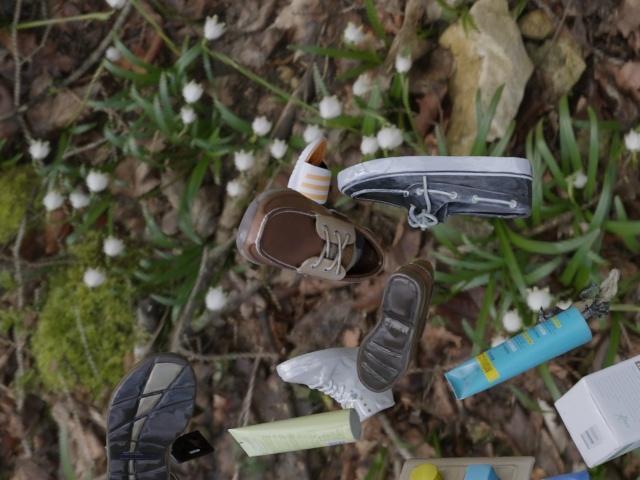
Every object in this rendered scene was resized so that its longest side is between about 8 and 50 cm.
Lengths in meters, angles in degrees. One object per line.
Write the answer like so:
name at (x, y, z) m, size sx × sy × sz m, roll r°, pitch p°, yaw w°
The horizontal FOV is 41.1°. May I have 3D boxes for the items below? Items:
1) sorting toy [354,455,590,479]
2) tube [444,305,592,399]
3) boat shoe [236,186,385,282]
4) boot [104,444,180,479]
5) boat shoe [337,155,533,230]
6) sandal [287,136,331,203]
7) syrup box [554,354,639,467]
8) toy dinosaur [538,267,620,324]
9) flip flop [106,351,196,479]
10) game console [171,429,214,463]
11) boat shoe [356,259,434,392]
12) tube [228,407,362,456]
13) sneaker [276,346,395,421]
sorting toy at (0.158, 0.329, 1.057) m, size 0.348 × 0.196 × 0.047 m, roll -10°, pitch 117°, yaw 31°
tube at (0.277, 0.161, 1.203) m, size 0.207 × 0.080 × 0.052 m, roll -27°, pitch 102°, yaw 4°
boat shoe at (0.000, 0.000, 1.258) m, size 0.116 × 0.324 × 0.123 m, roll 21°, pitch 96°, yaw 30°
boot at (-0.364, 0.497, 1.768) m, size 0.082 × 0.106 × 0.219 m, roll -49°, pitch 63°, yaw 22°
boat shoe at (0.178, -0.069, 1.348) m, size 0.307 × 0.104 × 0.113 m, roll 0°, pitch 168°, yaw 6°
sandal at (-0.027, -0.082, 1.721) m, size 0.076 × 0.102 × 0.265 m, roll 30°, pitch 111°, yaw 15°
syrup box at (0.432, 0.194, 1.087) m, size 0.237 × 0.096 × 0.093 m, roll -16°, pitch 154°, yaw -18°
toy dinosaur at (0.383, 0.124, 1.337) m, size 0.064 × 0.268 × 0.118 m, roll 58°, pitch 172°, yaw 17°
flip flop at (-0.240, 0.258, 1.182) m, size 0.112 × 0.080 × 0.277 m, roll 6°, pitch 123°, yaw -13°
game console at (-0.334, 0.498, 2.024) m, size 0.107 × 0.122 × 0.071 m, roll 41°, pitch 116°, yaw 29°
boat shoe at (0.165, 0.177, 1.728) m, size 0.111 × 0.104 × 0.307 m, roll 32°, pitch 125°, yaw 18°
tube at (-0.046, 0.355, 1.574) m, size 0.240 × 0.062 × 0.070 m, roll -15°, pitch 88°, yaw 20°
sneaker at (0.047, 0.332, 1.915) m, size 0.293 × 0.169 × 0.108 m, roll 0°, pitch 158°, yaw -34°
